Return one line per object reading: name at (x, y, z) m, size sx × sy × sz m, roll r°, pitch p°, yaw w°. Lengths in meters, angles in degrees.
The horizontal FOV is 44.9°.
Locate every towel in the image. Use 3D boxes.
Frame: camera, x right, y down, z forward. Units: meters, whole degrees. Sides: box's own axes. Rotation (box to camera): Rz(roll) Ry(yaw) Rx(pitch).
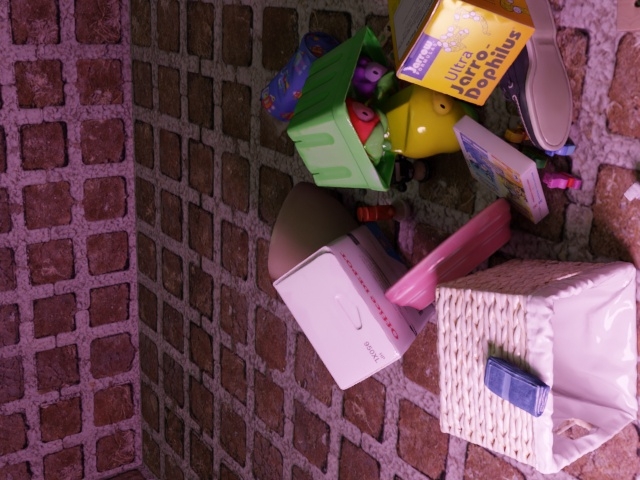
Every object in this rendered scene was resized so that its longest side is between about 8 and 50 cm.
towel at (0.329, 0.248, 1.315) m, size 0.119 × 0.029 × 0.067 m, roll 27°, pitch 120°, yaw 46°

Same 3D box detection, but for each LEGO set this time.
LEGO set at (0.426, -0.188, 1.589) m, size 0.227 × 0.093 × 0.087 m, roll 40°, pitch 129°, yaw 43°

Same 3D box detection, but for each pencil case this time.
pencil case at (-0.057, -0.462, 2.178) m, size 0.306 × 0.120 × 0.133 m, roll -42°, pitch 54°, yaw 51°

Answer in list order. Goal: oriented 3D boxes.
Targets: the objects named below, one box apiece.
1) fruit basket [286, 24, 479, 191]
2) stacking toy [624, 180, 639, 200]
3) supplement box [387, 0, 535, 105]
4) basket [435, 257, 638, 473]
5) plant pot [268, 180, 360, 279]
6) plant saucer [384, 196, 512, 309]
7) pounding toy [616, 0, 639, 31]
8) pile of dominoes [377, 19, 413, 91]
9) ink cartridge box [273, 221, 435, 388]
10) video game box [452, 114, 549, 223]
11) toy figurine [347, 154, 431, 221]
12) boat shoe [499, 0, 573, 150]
fruit basket at (0.153, -0.293, 1.734) m, size 0.392 × 0.392 × 0.282 m, roll 25°, pitch 152°, yaw 49°
stacking toy at (0.655, -0.086, 1.338) m, size 0.167 × 0.052 × 0.221 m, roll 58°, pitch 138°, yaw 25°
supplement box at (0.263, -0.473, 1.539) m, size 0.194 × 0.195 × 0.356 m, roll 121°, pitch 157°, yaw -44°
basket at (0.413, 0.210, 1.483) m, size 0.267 × 0.328 × 0.331 m, roll 8°, pitch 105°, yaw 47°
plant pot at (0.000, 0.000, 2.124) m, size 0.191 × 0.284 × 0.284 m, roll 18°, pitch 118°, yaw 14°
plant saucer at (0.287, 0.041, 1.660) m, size 0.084 × 0.332 × 0.332 m, roll 50°, pitch 139°, yaw 7°
pounding toy at (0.563, -0.408, 1.310) m, size 0.141 × 0.130 × 0.100 m, roll 13°, pitch 109°, yaw 53°
pile of dominoes at (0.183, -0.442, 1.914) m, size 0.251 × 0.040 × 0.195 m, roll -51°, pitch 57°, yaw 47°
ink cartridge box at (0.092, 0.135, 1.807) m, size 0.166 × 0.395 × 0.285 m, roll -35°, pitch 87°, yaw 21°
video game box at (0.377, -0.148, 1.617) m, size 0.048 × 0.187 × 0.205 m, roll -43°, pitch 51°, yaw -2°
toy figurine at (0.158, -0.165, 1.939) m, size 0.209 × 0.148 × 0.213 m, roll 58°, pitch 142°, yaw 37°
boat shoe at (0.409, -0.334, 1.549) m, size 0.113 × 0.127 × 0.339 m, roll -18°, pitch 82°, yaw 55°
